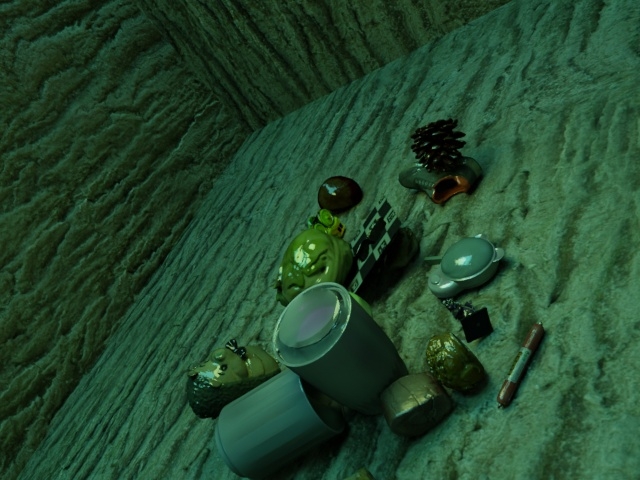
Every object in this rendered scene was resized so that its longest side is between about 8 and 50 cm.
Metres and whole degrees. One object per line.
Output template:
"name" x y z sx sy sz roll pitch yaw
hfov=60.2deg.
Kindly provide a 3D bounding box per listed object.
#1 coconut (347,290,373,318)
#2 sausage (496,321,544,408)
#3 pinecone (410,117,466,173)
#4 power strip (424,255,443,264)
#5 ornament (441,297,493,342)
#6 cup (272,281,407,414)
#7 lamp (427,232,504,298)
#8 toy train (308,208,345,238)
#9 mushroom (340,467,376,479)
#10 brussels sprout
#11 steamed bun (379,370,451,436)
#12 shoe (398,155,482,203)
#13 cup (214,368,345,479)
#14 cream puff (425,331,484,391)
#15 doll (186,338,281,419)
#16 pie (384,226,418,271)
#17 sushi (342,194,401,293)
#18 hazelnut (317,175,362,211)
"coconut" 0.067 0.281 1.762 0.204 0.236 0.236 19 62 30
"sausage" 0.492 0.304 1.358 0.034 0.034 0.253 3 52 53
"pinecone" 0.420 -0.331 1.961 0.207 0.208 0.208 -31 30 20
"power strip" 0.384 0.067 1.841 0.083 0.027 0.017 -8 42 45
"ornament" 0.410 0.199 1.572 0.081 0.088 0.203 -20 17 0
"cup" 0.065 0.310 1.518 0.253 0.371 0.253 -28 35 22
"lamp" 0.430 0.075 1.685 0.246 0.108 0.179 -38 24 8
"toy train" 0.000 0.000 2.291 0.100 0.160 0.296 -29 27 42
"mushroom" 0.000 0.686 1.396 0.351 0.095 0.123 -32 10 17
"brussels sprout" -0.023 0.103 1.950 0.328 0.246 0.328 -164 90 -87
"steamed bun" 0.245 0.424 1.439 0.175 0.106 0.145 -27 23 -1
"shoe" 0.428 -0.205 2.073 0.336 0.132 0.171 -4 50 42
"cup" -0.115 0.521 1.654 0.326 0.237 0.323 -35 -1 14
"cream puff" 0.337 0.315 1.413 0.115 0.150 0.165 -45 70 8
"doll" -0.287 0.452 1.824 0.247 0.248 0.349 -21 -7 35
"pie" 0.272 0.029 1.988 0.163 0.079 0.194 -47 26 19
"sushi" 0.192 0.056 1.962 0.373 0.099 0.296 -58 18 17
"hazelnut" 0.087 -0.206 2.498 0.201 0.161 0.170 7 58 8
